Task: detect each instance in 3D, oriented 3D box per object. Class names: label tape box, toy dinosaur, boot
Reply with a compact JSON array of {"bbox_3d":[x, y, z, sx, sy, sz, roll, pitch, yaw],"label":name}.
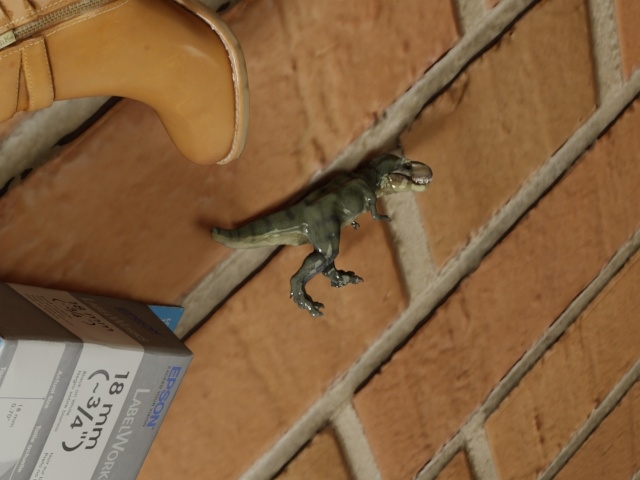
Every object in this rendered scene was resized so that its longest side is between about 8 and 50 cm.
[{"bbox_3d":[-0.212,0.166,1.068,0.333,0.106,0.241,13,104,-60],"label":"label tape box"},{"bbox_3d":[0.000,0.000,1.285,0.268,0.064,0.118,-24,116,-39],"label":"toy dinosaur"},{"bbox_3d":[-0.172,-0.123,0.948,0.220,0.109,0.283,-41,138,-27],"label":"boot"}]
